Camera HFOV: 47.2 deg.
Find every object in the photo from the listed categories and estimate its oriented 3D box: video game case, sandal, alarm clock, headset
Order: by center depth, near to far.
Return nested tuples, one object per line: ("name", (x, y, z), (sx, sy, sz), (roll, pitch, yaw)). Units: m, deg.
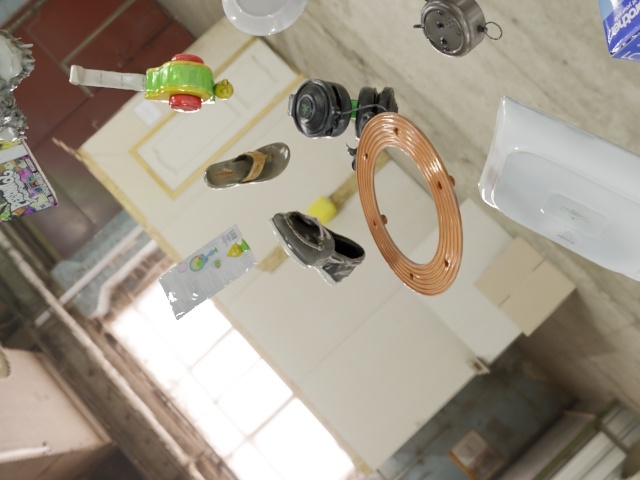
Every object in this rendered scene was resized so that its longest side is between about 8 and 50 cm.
("video game case", (-0.643, -0.103, 1.409), (0.232, 0.210, 0.041), (96, 151, -64))
("alarm clock", (0.271, -0.419, 1.430), (0.192, 0.064, 0.129), (22, 147, 40))
("sandal", (-0.144, -0.147, 1.440), (0.049, 0.180, 0.072), (86, 167, -74))
("headset", (0.059, -0.258, 1.630), (0.244, 0.185, 0.394), (3, -168, -13))

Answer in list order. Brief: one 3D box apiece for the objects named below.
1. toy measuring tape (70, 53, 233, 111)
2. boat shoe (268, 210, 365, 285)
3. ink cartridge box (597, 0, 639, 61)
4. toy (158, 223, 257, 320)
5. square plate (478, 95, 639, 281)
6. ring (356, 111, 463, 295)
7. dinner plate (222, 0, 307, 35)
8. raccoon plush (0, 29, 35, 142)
("toy measuring tape", (-0.337, -0.331, 1.496), (0.330, 0.121, 0.121), (4, -167, -19))
("boat shoe", (0.000, 0.000, 1.376), (0.112, 0.095, 0.335), (57, -173, 23))
("ink cartridge box", (0.498, -0.370, 0.944), (0.151, 0.270, 0.395), (133, 137, -61))
("toy", (-0.263, 0.082, 1.761), (0.137, 0.237, 0.056), (58, -171, 34))
("square plate", (0.409, -0.054, 1.137), (0.347, 0.049, 0.344), (30, 166, 15))
("ring", (0.157, -0.064, 1.300), (0.336, 0.032, 0.336), (50, 151, 42))
("dinner plate", (-0.087, -0.386, 1.130), (0.141, 0.141, 0.017), (47, -177, 14))
("raccoon plush", (-0.501, -0.299, 0.861), (0.216, 0.299, 0.446), (143, 122, -63))
